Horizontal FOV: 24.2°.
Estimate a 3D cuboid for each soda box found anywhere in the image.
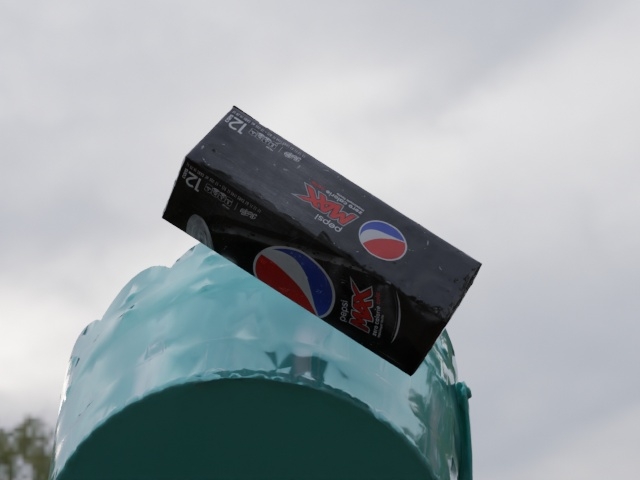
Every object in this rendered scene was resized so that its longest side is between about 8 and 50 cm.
[{"bbox_3d":[0.000,0.000,0.828,0.169,0.060,0.053,32,-45,6],"label":"soda box"}]

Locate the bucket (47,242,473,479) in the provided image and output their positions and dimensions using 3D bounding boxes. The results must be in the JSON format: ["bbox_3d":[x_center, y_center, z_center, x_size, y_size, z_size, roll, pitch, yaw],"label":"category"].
[{"bbox_3d":[-0.039,0.150,0.921,0.281,0.183,0.281,0,-68,1],"label":"bucket"}]
